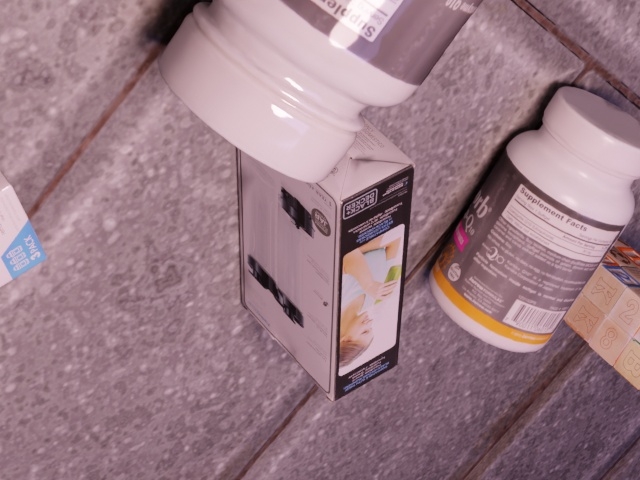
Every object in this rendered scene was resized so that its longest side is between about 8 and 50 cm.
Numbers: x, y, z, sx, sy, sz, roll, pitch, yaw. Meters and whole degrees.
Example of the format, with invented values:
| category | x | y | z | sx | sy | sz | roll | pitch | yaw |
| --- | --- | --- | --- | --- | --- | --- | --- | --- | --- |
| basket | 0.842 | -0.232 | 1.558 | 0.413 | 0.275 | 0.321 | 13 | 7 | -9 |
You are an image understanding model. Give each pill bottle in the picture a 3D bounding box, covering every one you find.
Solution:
| category | x | y | z | sx | sy | sz | roll | pitch | yaw |
| --- | --- | --- | --- | --- | --- | --- | --- | --- | --- |
| pill bottle | 0.253 | -0.023 | 1.672 | 0.162 | 0.162 | 0.278 | 2 | 125 | -47 |
| pill bottle | 0.038 | -0.238 | 1.181 | 0.204 | 0.204 | 0.361 | 16 | 116 | -52 |

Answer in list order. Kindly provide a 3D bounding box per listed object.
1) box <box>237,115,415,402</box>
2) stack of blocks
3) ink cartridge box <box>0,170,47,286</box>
| category | x | y | z | sx | sy | sz | roll | pitch | yaw |
| --- | --- | --- | --- | --- | --- | --- | --- | --- | --- |
| box | 0.000 | 0.000 | 1.439 | 0.087 | 0.169 | 0.290 | -27 | 142 | -25 |
| stack of blocks | 0.375 | 0.078 | 1.783 | 0.171 | 0.297 | 0.087 | 5 | 122 | -48 |
| ink cartridge box | -0.328 | 0.015 | 1.215 | 0.181 | 0.061 | 0.104 | -33 | 145 | -13 |
